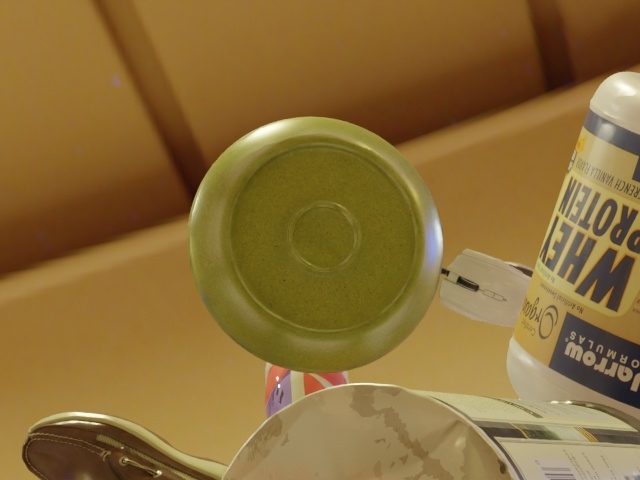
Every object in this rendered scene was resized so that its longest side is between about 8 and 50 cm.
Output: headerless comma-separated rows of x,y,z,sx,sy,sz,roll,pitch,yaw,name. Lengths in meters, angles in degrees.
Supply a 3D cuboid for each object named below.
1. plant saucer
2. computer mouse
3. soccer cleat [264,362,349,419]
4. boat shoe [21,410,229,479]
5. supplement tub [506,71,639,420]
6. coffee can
0.000,0.000,1.741,0.241,0.241,0.037,-6,-9,-13,plant saucer
0.159,0.044,1.935,0.193,0.042,0.106,17,-78,-28,computer mouse
0.002,0.250,1.964,0.108,0.116,0.318,-6,-55,8,soccer cleat
-0.178,0.232,1.798,0.257,0.095,0.095,13,-63,19,boat shoe
0.279,0.048,1.491,0.228,0.228,0.316,10,-77,-30,supplement tub
0.088,0.187,1.095,0.201,0.201,0.275,-36,-23,22,coffee can
